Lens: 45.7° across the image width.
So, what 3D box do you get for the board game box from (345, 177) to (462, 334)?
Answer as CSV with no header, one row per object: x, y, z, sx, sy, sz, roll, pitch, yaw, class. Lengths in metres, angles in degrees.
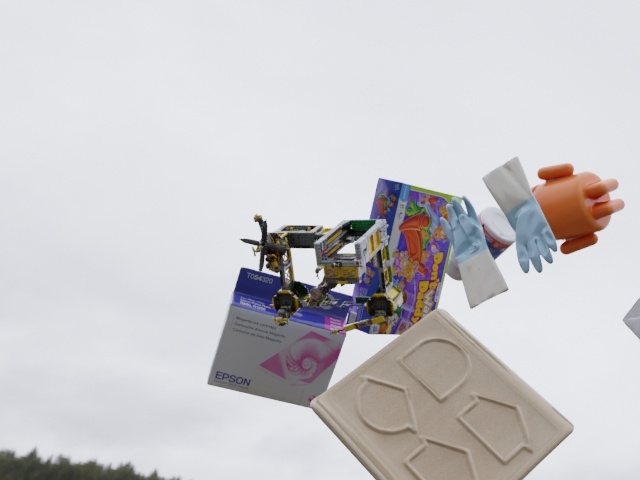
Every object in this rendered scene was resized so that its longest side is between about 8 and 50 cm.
0.200,0.045,1.782,0.233,0.347,0.078,8,6,-44,board game box

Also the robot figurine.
0.504,-0.065,1.560,0.158,0.128,0.219,43,-35,-25,robot figurine

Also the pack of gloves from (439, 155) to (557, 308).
0.335,-0.011,1.425,0.195,0.232,0.046,-34,-35,29,pack of gloves

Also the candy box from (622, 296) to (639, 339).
0.772,0.149,1.611,0.196,0.070,0.165,17,-64,-25,candy box

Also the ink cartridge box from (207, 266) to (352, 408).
-0.106,0.268,2.035,0.323,0.071,0.330,15,-75,-10,ink cartridge box

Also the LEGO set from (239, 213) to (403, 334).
0.001,0.078,1.541,0.331,0.192,0.255,8,-69,21,LEGO set

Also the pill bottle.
0.435,0.017,2.111,0.124,0.124,0.221,21,-45,-18,pill bottle

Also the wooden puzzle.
0.205,0.310,1.304,0.322,0.347,0.081,43,-34,28,wooden puzzle

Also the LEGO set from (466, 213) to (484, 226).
0.361,-0.050,1.832,0.054,0.024,0.083,-17,22,-40,LEGO set
